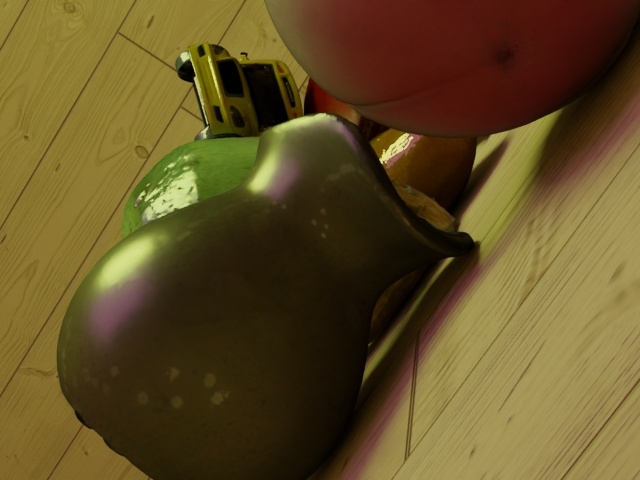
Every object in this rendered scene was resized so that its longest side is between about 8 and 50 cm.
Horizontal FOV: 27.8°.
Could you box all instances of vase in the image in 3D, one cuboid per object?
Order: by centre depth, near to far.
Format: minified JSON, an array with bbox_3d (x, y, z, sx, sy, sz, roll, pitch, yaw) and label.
[{"bbox_3d":[-0.066,0.043,1.080,0.302,0.241,0.329,-51,23,-3],"label":"vase"}]

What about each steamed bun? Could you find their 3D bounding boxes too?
[{"bbox_3d":[0.099,-0.197,0.912,0.309,0.309,0.309,-56,3,4],"label":"steamed bun"}]

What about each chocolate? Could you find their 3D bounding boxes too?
[{"bbox_3d":[0.038,0.053,1.181,0.219,0.086,0.085,-60,1,22],"label":"chocolate"}]

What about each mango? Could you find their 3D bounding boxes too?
[{"bbox_3d":[0.079,-0.056,1.265,0.147,0.109,0.227,-46,-2,-45],"label":"mango"}]

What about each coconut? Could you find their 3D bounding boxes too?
[{"bbox_3d":[-0.074,0.012,1.578,0.328,0.328,0.281,-67,-20,-74],"label":"coconut"}]

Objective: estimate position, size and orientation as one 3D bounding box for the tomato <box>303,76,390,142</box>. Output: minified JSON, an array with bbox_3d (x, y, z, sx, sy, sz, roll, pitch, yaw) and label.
[{"bbox_3d":[0.062,-0.205,1.779,0.309,0.170,0.309,-44,-33,-39],"label":"tomato"}]

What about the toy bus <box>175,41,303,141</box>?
[{"bbox_3d":[-0.098,-0.144,1.765,0.331,0.151,0.145,84,171,-66],"label":"toy bus"}]
